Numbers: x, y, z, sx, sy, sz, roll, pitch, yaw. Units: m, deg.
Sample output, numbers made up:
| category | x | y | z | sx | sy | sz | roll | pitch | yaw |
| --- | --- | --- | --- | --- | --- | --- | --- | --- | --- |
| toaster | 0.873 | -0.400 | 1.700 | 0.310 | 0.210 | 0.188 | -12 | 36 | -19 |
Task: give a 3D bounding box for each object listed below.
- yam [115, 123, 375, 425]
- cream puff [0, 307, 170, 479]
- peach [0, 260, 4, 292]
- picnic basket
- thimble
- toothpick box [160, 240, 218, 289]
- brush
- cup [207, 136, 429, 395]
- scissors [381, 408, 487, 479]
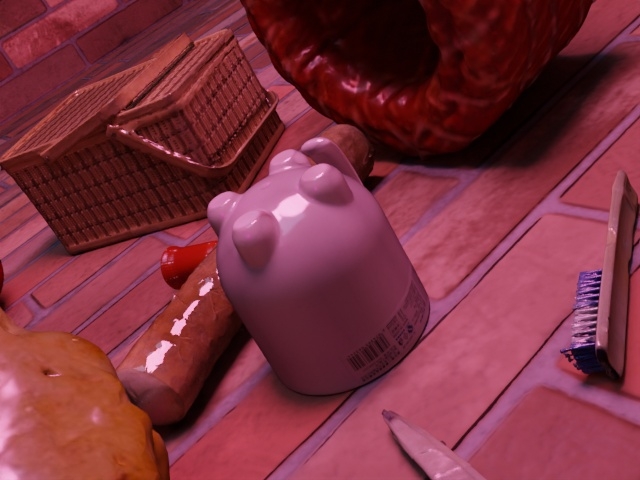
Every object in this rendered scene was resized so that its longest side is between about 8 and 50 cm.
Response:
| category | x | y | z | sx | sy | sz | roll | pitch | yaw |
| --- | --- | --- | --- | --- | --- | --- | --- | --- | --- |
| yam | -0.055 | 0.016 | 0.648 | 0.081 | 0.081 | 0.357 | -3 | 39 | 41 |
| cream puff | -0.255 | 0.194 | 0.394 | 0.324 | 0.257 | 0.291 | -9 | 45 | -49 |
| peach | -0.523 | 0.053 | 0.908 | 0.226 | 0.196 | 0.190 | -12 | 0 | 27 |
| picnic basket | -0.231 | -0.141 | 0.959 | 0.312 | 0.175 | 0.228 | -13 | 32 | 27 |
| thimble | 0.083 | -0.267 | 0.713 | 0.230 | 0.350 | 0.350 | -44 | 31 | -24 |
| toothpick box | -0.115 | 0.021 | 0.723 | 0.083 | 0.047 | 0.047 | -11 | 33 | 29 |
| brush | 0.185 | 0.017 | 0.465 | 0.030 | 0.033 | 0.179 | -25 | 25 | 40 |
| cup | 0.005 | 0.003 | 0.538 | 0.173 | 0.142 | 0.134 | -43 | 30 | -25 |
| scissors | 0.106 | 0.153 | 0.329 | 0.109 | 0.022 | 0.300 | -33 | 27 | -14 |
